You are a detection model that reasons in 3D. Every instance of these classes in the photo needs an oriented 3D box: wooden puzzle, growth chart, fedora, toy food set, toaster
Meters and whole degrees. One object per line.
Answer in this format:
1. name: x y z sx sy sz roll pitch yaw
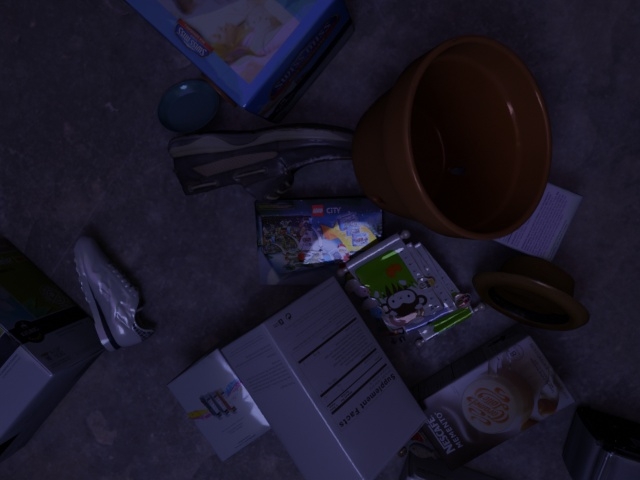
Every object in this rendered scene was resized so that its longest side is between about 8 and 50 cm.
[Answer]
1. wooden puzzle: 0.130 0.155 1.050 0.049 0.006 0.083 -8 95 9
2. growth chart: 0.157 0.092 0.999 0.172 0.021 0.237 -40 107 18
3. fedora: 0.360 0.081 0.945 0.194 0.194 0.079 28 70 4
4. toy food set: 0.151 0.365 1.024 0.122 0.019 0.078 -20 93 50
5. toaster: 0.509 0.370 0.937 0.186 0.168 0.110 16 99 5

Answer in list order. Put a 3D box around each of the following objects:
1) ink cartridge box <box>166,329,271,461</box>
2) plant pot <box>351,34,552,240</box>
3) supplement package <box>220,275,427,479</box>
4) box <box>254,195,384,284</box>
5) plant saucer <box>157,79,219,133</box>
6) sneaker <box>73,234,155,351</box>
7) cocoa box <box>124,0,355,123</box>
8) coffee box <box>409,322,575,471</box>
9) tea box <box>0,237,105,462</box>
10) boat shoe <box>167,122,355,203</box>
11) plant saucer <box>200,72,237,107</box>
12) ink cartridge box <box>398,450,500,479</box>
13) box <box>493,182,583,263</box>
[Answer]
1. ink cartridge box: -0.169 0.284 1.044 0.127 0.128 0.176 -36 89 10
2. plant pot: 0.185 -0.146 0.875 0.291 0.203 0.290 0 90 -30
3. supplement package: 0.004 0.244 0.954 0.293 0.175 0.177 57 141 3
4. box: 0.000 0.000 1.028 0.233 0.044 0.159 -1 100 8
5. plant saucer: -0.242 -0.243 1.034 0.119 0.021 0.119 -4 65 8
6. sneaker: -0.404 0.094 1.090 0.095 0.090 0.235 -20 97 -3
7. cocoa box: -0.150 -0.397 0.920 0.347 0.228 0.231 43 100 2
8. coffee box: 0.294 0.277 0.992 0.246 0.098 0.141 -35 89 10
9. tea box: -0.653 0.224 1.060 0.323 0.220 0.329 43 99 1
10. boat shoe: -0.097 -0.139 1.004 0.355 0.132 0.130 -1 106 17
11. plant saucer: -0.181 -0.275 1.010 0.083 0.083 0.013 45 97 2
12. ink cartridge box: 0.216 0.555 1.025 0.197 0.114 0.272 18 99 7
13. box: 0.352 -0.045 0.965 0.137 0.072 0.126 24 99 4
